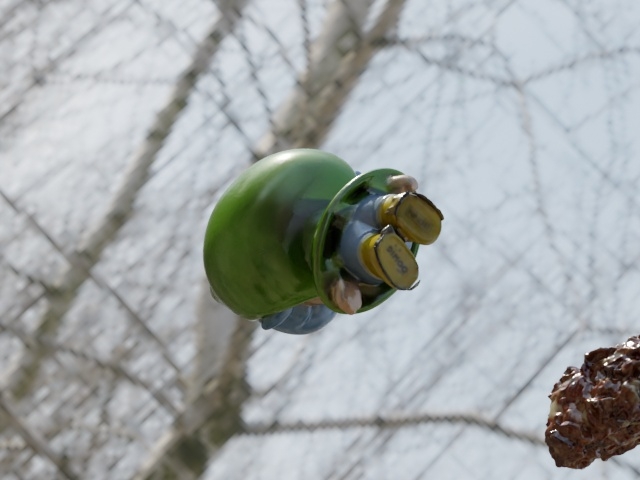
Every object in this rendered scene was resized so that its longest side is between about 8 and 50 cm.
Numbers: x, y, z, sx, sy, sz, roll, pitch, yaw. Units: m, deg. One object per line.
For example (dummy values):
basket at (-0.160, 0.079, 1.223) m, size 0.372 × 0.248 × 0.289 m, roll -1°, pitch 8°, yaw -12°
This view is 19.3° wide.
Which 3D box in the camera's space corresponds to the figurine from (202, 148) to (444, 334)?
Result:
figurine at (0.000, 0.000, 1.545) m, size 0.143 × 0.162 × 0.263 m, roll 32°, pitch -18°, yaw -26°

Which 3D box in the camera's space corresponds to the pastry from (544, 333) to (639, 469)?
pastry at (0.304, 0.139, 1.777) m, size 0.115 × 0.208 × 0.097 m, roll 45°, pitch 20°, yaw -46°
